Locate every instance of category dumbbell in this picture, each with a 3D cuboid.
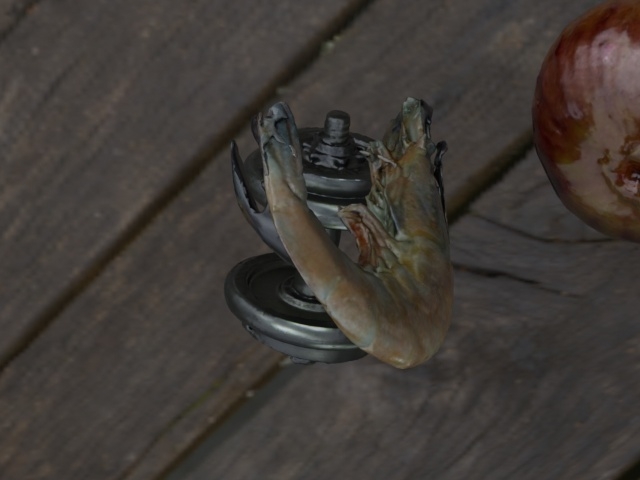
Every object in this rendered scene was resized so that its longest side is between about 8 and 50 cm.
[{"bbox_3d":[0.000,0.000,1.790,0.192,0.192,0.289,22,118,28],"label":"dumbbell"}]

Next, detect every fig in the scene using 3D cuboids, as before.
[{"bbox_3d":[0.196,-0.074,0.969,0.149,0.202,0.148,-21,102,10],"label":"fig"}]

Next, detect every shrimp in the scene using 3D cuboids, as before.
[{"bbox_3d":[0.017,-0.028,0.923,0.152,0.219,0.046,40,125,-23],"label":"shrimp"}]
